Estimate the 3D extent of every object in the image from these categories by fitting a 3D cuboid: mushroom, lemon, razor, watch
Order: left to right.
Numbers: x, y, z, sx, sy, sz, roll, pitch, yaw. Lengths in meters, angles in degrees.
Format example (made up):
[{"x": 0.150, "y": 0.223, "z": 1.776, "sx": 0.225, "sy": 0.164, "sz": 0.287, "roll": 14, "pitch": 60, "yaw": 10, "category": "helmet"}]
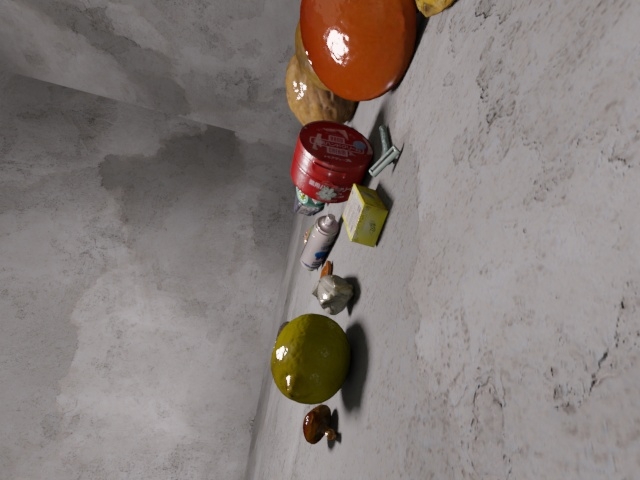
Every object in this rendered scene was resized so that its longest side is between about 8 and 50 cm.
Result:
[{"x": -0.018, "y": 0.258, "z": 0.914, "sx": 0.248, "sy": 0.184, "sz": 0.184, "roll": -70, "pitch": -3, "yaw": -64, "category": "lemon"}, {"x": -0.027, "y": -0.256, "z": 1.744, "sx": 0.195, "sy": 0.068, "sz": 0.237, "roll": -34, "pitch": -57, "yaw": -47, "category": "watch"}, {"x": -0.002, "y": 0.418, "z": 0.916, "sx": 0.088, "sy": 0.073, "sz": 0.129, "roll": -48, "pitch": 0, "yaw": -22, "category": "mushroom"}, {"x": 0.028, "y": 0.139, "z": 1.100, "sx": 0.099, "sy": 0.096, "sz": 0.278, "roll": -33, "pitch": 2, "yaw": -8, "category": "mushroom"}, {"x": 0.160, "y": -0.233, "z": 0.992, "sx": 0.084, "sy": 0.036, "sz": 0.211, "roll": -42, "pitch": 21, "yaw": 32, "category": "razor"}]

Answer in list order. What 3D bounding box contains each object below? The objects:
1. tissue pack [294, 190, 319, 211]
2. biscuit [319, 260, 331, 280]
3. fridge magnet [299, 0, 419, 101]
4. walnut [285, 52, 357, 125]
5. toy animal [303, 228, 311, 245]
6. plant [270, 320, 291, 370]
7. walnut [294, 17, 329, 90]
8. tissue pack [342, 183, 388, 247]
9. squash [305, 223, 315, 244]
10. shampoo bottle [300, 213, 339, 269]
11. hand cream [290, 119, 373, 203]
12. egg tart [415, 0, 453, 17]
[{"x": -0.044, "y": -0.282, "z": 2.064, "sx": 0.394, "sy": 0.124, "sz": 0.288, "roll": 179, "pitch": 103, "yaw": -82, "category": "tissue pack"}, {"x": 0.016, "y": 0.132, "z": 1.400, "sx": 0.130, "sy": 0.019, "sz": 0.102, "roll": 113, "pitch": 167, "yaw": -47, "category": "biscuit"}, {"x": 0.092, "y": -0.549, "z": 1.045, "sx": 0.155, "sy": 0.363, "sz": 0.363, "roll": -36, "pitch": -20, "yaw": -37, "category": "fridge magnet"}, {"x": 0.007, "y": -0.610, "z": 1.635, "sx": 0.306, "sy": 0.306, "sz": 0.344, "roll": -88, "pitch": -14, "yaw": -52, "category": "walnut"}, {"x": -0.033, "y": -0.016, "z": 1.788, "sx": 0.150, "sy": 0.089, "sz": 0.083, "roll": -115, "pitch": 17, "yaw": -71, "category": "toy animal"}, {"x": -0.105, "y": 0.394, "z": 1.439, "sx": 0.194, "sy": 0.129, "sz": 0.132, "roll": -81, "pitch": 6, "yaw": -45, "category": "plant"}, {"x": 0.062, "y": -0.656, "z": 1.323, "sx": 0.333, "sy": 0.333, "sz": 0.333, "roll": -167, "pitch": 90, "yaw": -82, "category": "walnut"}, {"x": 0.104, "y": -0.064, "z": 0.974, "sx": 0.176, "sy": 0.062, "sz": 0.095, "roll": -96, "pitch": 23, "yaw": -68, "category": "tissue pack"}, {"x": -0.023, "y": 0.019, "z": 1.652, "sx": 0.068, "sy": 0.077, "sz": 0.219, "roll": -3, "pitch": -67, "yaw": -56, "category": "squash"}, {"x": 0.000, "y": 0.000, "z": 1.471, "sx": 0.303, "sy": 0.092, "sz": 0.092, "roll": 117, "pitch": 164, "yaw": -54, "category": "shampoo bottle"}, {"x": 0.029, "y": -0.230, "z": 1.183, "sx": 0.149, "sy": 0.230, "sz": 0.230, "roll": 113, "pitch": 167, "yaw": -49, "category": "hand cream"}, {"x": 0.232, "y": -0.613, "z": 0.764, "sx": 0.341, "sy": 0.129, "sz": 0.341, "roll": -165, "pitch": 90, "yaw": -81, "category": "egg tart"}]
